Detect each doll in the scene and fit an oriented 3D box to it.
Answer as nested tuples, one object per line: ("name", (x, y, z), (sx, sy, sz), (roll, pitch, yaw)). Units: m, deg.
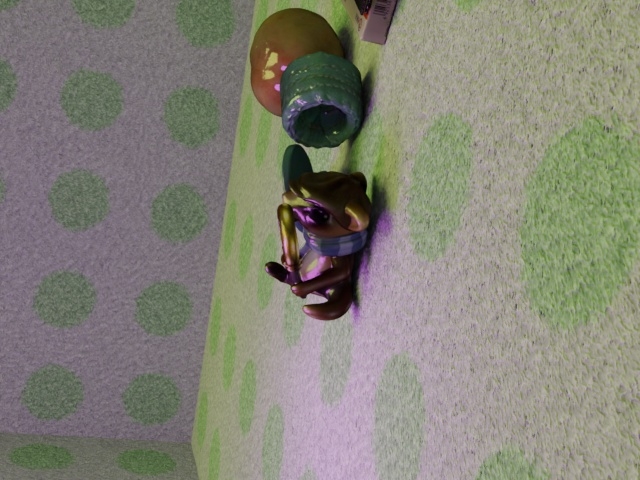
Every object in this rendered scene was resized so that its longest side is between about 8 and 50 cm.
("doll", (-0.005, 0.000, 1.825), (0.318, 0.209, 0.339), (-75, -2, -47))

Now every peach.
("peach", (-0.070, -0.463, 2.196), (0.292, 0.247, 0.292), (20, -90, -87))

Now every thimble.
("thimble", (0.004, -0.324, 1.982), (0.235, 0.198, 0.143), (69, -164, -63))

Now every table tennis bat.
("table tennis bat", (-0.033, -0.130, 2.026), (0.329, 0.044, 0.215), (-38, -63, -72))

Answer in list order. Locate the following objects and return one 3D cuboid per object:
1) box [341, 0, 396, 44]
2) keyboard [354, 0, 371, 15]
("box", (0.115, -0.626, 1.956), (0.353, 0.069, 0.214), (-102, 24, -54))
("keyboard", (0.084, -0.623, 1.901), (0.317, 0.027, 0.106), (-101, 20, -50))
